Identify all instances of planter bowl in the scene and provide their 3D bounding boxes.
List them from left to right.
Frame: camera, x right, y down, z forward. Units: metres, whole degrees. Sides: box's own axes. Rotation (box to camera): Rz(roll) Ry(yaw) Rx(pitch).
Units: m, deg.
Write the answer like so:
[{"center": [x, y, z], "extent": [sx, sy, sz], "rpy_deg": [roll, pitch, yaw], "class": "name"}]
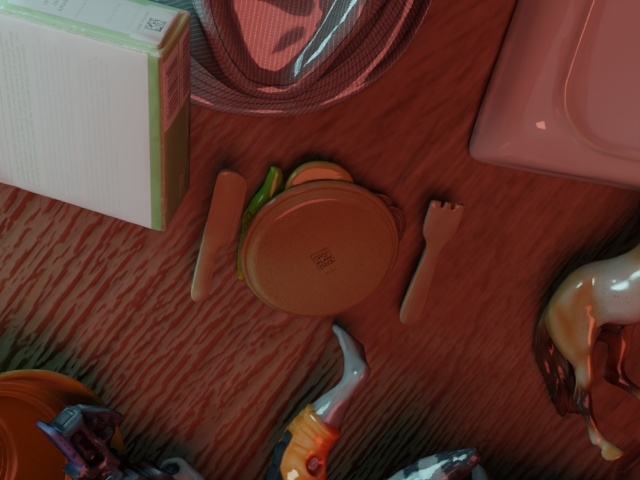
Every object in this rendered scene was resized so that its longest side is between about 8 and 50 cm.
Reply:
[{"center": [-0.261, 0.190, 1.144], "extent": [0.217, 0.090, 0.217], "rpy_deg": [-14, 112, -39], "class": "planter bowl"}]

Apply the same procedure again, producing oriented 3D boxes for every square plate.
[{"center": [0.320, -0.177, 1.099], "extent": [0.344, 0.049, 0.347], "rpy_deg": [12, 113, -12], "class": "square plate"}]

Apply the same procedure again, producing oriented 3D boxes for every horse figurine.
[{"center": [0.251, 0.059, 1.149], "extent": [0.263, 0.066, 0.174], "rpy_deg": [-32, 82, 40], "class": "horse figurine"}]

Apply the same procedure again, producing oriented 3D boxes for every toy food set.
[{"center": [0.000, 0.000, 1.147], "extent": [0.192, 0.038, 0.132], "rpy_deg": [8, 120, -17], "class": "toy food set"}]

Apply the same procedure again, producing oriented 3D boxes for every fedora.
[{"center": [-0.026, -0.191, 1.003], "extent": [0.243, 0.124, 0.275], "rpy_deg": [13, 112, -13], "class": "fedora"}]

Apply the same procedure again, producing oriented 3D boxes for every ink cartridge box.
[{"center": [-0.206, -0.105, 1.023], "extent": [0.235, 0.056, 0.171], "rpy_deg": [16, 140, 9], "class": "ink cartridge box"}]

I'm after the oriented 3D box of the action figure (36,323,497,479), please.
[{"center": [-0.051, 0.227, 1.154], "extent": [0.330, 0.178, 0.341], "rpy_deg": [-47, 126, -6], "class": "action figure"}]
